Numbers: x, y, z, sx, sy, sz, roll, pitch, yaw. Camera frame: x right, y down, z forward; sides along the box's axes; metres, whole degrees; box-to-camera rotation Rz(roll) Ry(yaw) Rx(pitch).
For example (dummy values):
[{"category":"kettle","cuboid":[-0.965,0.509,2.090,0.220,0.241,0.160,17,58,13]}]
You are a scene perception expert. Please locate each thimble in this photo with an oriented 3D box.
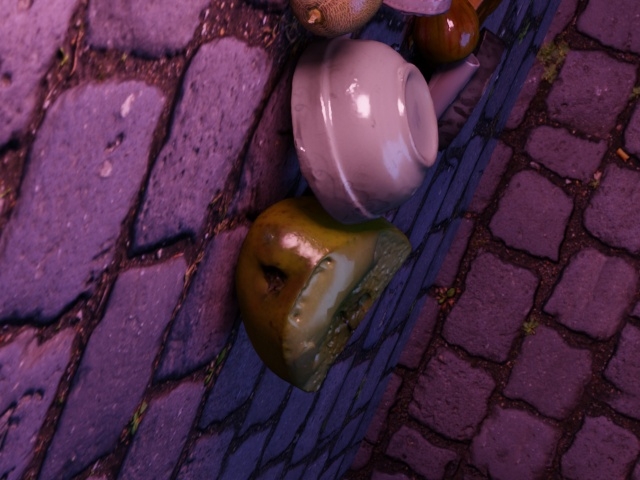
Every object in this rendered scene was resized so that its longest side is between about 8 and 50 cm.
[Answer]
[{"category":"thimble","cuboid":[0.154,-0.448,1.731,0.127,0.151,0.118,-33,143,-45]}]

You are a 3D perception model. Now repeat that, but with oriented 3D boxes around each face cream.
[{"category":"face cream","cuboid":[0.243,-0.300,2.264,0.269,0.073,0.107,-54,-175,27]}]

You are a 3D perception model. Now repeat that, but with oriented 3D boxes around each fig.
[{"category":"fig","cuboid":[0.250,-0.452,2.101,0.142,0.148,0.186,-42,118,-21]}]

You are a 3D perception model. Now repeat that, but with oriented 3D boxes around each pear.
[{"category":"pear","cuboid":[-0.035,0.056,1.800,0.342,0.238,0.318,-55,152,-7]}]

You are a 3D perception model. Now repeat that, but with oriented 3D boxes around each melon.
[{"category":"melon","cuboid":[0.025,-0.366,1.469,0.139,0.139,0.192,92,24,-55]}]

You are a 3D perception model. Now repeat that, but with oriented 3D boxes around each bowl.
[{"category":"bowl","cuboid":[0.089,-0.188,1.677,0.307,0.163,0.307,36,49,-57]}]

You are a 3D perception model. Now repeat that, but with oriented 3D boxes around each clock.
[{"category":"clock","cuboid":[0.330,-0.350,2.419,0.313,0.061,0.312,-60,-175,8]}]

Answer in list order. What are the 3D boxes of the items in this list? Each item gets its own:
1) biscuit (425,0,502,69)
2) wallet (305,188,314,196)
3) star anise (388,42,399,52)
[{"category":"biscuit","cuboid":[0.351,-0.533,2.293,0.287,0.057,0.344,-44,170,-48]},{"category":"wallet","cuboid":[0.000,0.000,2.123,0.197,0.051,0.378,-50,157,-44]},{"category":"star anise","cuboid":[0.097,-0.286,1.971,0.182,0.065,0.195,76,38,-73]}]
